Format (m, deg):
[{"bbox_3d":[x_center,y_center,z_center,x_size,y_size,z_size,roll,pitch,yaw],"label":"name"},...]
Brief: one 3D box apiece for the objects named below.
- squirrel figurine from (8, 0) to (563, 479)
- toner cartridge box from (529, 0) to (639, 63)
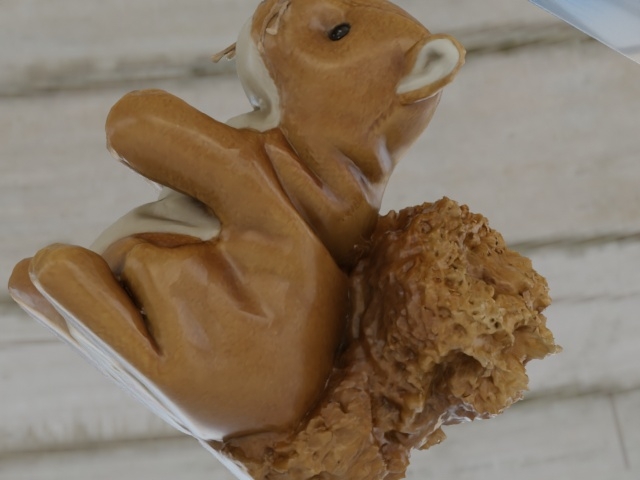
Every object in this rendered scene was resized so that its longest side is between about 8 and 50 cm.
[{"bbox_3d":[0.000,0.000,1.475,0.397,0.370,0.281,40,-12,-1],"label":"squirrel figurine"},{"bbox_3d":[0.129,-0.145,0.662,0.165,0.348,0.075,-23,-52,-24],"label":"toner cartridge box"}]
